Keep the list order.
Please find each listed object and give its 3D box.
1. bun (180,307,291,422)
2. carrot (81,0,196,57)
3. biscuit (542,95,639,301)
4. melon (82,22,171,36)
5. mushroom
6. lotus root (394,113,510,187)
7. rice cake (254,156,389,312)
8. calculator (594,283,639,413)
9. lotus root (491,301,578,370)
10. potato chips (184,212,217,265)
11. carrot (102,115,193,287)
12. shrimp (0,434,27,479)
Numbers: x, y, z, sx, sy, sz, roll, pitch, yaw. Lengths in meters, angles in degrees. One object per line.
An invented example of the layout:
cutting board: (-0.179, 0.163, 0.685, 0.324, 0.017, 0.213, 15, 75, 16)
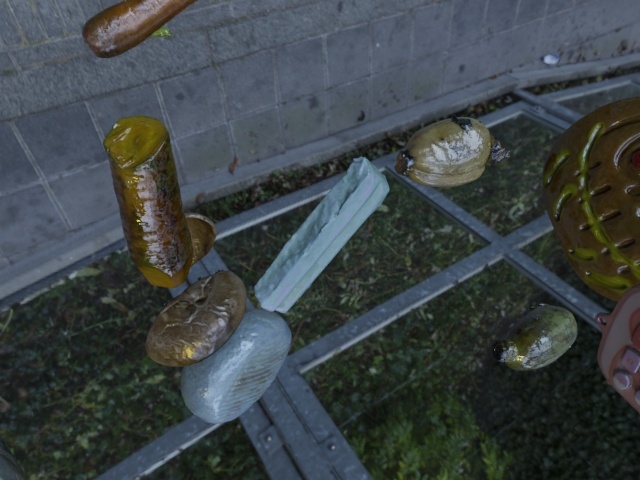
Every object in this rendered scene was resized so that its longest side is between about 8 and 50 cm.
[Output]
bun: (-0.246, 0.339, 1.334, 0.361, 0.211, 0.362, -38, 151, -26)
carrot: (-0.221, -0.333, 0.651, 0.247, 0.059, 0.059, -34, 141, -4)
biscuit: (0.609, -0.086, 0.881, 0.070, 0.395, 0.350, 2, 151, -42)
melon: (-0.392, -0.417, 0.939, 0.262, 0.113, 0.053, -62, 171, -59)
mushroom: (-0.281, 0.208, 1.114, 0.285, 0.151, 0.156, -44, 142, -8)
lotus root: (0.283, -0.197, 1.039, 0.256, 0.140, 0.155, -11, 131, -19)
rice cake: (0.000, 0.000, 0.581, 0.226, 0.040, 0.085, -51, 157, 11)
calculator: (0.411, 0.168, 0.430, 0.048, 0.329, 0.220, -31, 137, -17)
lotus root: (0.614, 0.286, 1.342, 0.309, 0.173, 0.173, -20, 136, -30)
potato chips: (-0.352, -0.001, 1.188, 0.150, 0.049, 0.202, 17, 124, -26)
carrot: (-0.285, -0.050, 0.797, 0.114, 0.114, 0.302, -20, 133, -26)
shrimp: (-0.452, 0.192, 0.556, 0.085, 0.246, 0.361, -37, 111, -40)
